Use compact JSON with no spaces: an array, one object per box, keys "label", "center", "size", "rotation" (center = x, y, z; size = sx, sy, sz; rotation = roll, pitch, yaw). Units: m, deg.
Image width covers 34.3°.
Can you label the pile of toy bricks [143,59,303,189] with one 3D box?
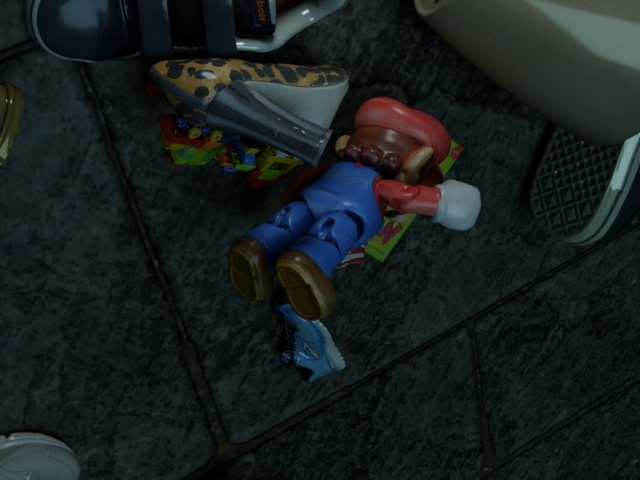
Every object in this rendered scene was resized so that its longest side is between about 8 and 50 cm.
[{"label":"pile of toy bricks","center":[-0.122,-0.113,1.133],"size":[0.105,0.118,0.212],"rotation":[-39,156,30]}]

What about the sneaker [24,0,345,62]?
[{"label":"sneaker","center":[-0.123,-0.245,1.024],"size":[0.321,0.127,0.126],"rotation":[-21,128,-21]}]

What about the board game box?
[{"label":"board game box","center":[0.093,-0.070,1.325],"size":[0.092,0.043,0.181],"rotation":[30,98,-42]}]

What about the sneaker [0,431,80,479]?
[{"label":"sneaker","center":[-0.390,0.293,1.165],"size":[0.262,0.121,0.099],"rotation":[-2,118,-33]}]

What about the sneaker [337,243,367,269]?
[{"label":"sneaker","center":[0.000,0.000,1.268],"size":[0.118,0.042,0.067],"rotation":[7,92,0]}]

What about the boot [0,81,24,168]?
[{"label":"boot","center":[-0.435,-0.095,0.926],"size":[0.269,0.089,0.236],"rotation":[30,100,-40]}]

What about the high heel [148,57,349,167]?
[{"label":"high heel","center":[-0.069,-0.168,1.093],"size":[0.186,0.261,0.093],"rotation":[24,112,-4]}]

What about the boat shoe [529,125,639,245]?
[{"label":"boat shoe","center":[0.452,-0.217,1.394],"size":[0.156,0.187,0.500],"rotation":[1,121,-40]}]

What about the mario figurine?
[{"label":"mario figurine","center":[0.048,-0.024,1.173],"size":[0.320,0.198,0.170],"rotation":[-45,171,-34]}]

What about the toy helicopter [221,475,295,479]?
[{"label":"toy helicopter","center":[-0.170,0.409,1.376],"size":[0.355,0.140,0.235],"rotation":[9,109,-34]}]

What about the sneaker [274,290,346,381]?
[{"label":"sneaker","center":[-0.024,0.133,1.356],"size":[0.073,0.063,0.162],"rotation":[-35,130,-8]}]

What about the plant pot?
[{"label":"plant pot","center":[0.256,-0.271,1.206],"size":[0.274,0.256,0.256],"rotation":[16,108,-22]}]
